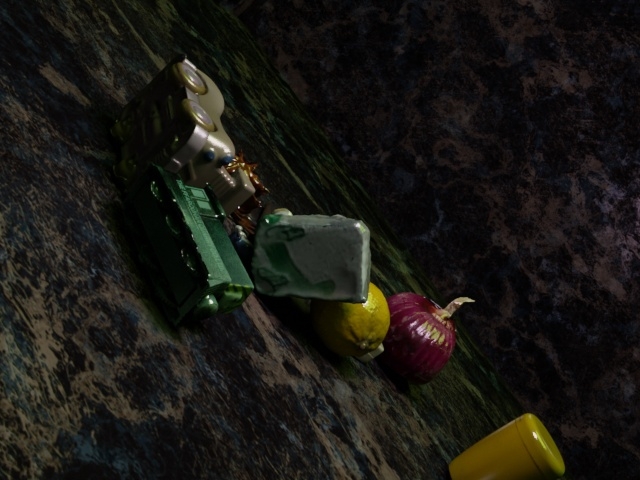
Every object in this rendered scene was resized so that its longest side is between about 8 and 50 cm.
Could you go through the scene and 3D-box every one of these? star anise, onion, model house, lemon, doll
[{"bbox_3d":[-0.213,-0.108,2.050,0.346,0.148,0.237,46,36,-31],"label":"star anise"},{"bbox_3d":[0.255,0.268,2.383,0.256,0.273,0.230,17,8,20],"label":"onion"},{"bbox_3d":[0.000,0.000,2.026,0.325,0.267,0.194,-57,149,-70],"label":"model house"},{"bbox_3d":[0.071,0.182,2.070,0.192,0.192,0.231,41,12,-35],"label":"lemon"},{"bbox_3d":[-0.183,0.013,1.999,0.083,0.050,0.076,52,-3,12],"label":"doll"}]

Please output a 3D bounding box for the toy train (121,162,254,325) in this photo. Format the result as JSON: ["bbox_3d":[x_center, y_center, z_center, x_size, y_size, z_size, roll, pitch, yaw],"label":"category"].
[{"bbox_3d":[-0.240,0.008,1.576,0.178,0.138,0.330,10,41,-48],"label":"toy train"}]

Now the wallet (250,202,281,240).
[{"bbox_3d":[-0.101,-0.016,2.309,0.165,0.042,0.309,35,15,-6],"label":"wallet"}]

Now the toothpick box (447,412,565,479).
[{"bbox_3d":[0.463,0.574,2.158,0.175,0.271,0.175,51,16,-20],"label":"toothpick box"}]

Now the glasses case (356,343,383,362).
[{"bbox_3d":[0.072,0.176,2.299,0.131,0.070,0.313,46,16,-44],"label":"glasses case"}]

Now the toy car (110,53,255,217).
[{"bbox_3d":[-0.290,-0.202,1.809,0.226,0.242,0.336,38,20,-35],"label":"toy car"}]
